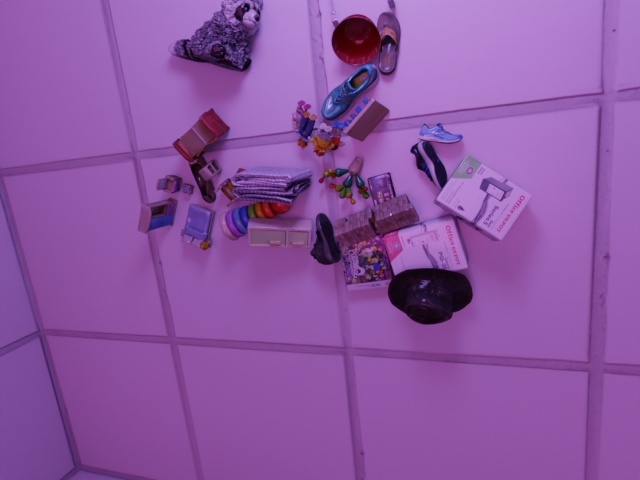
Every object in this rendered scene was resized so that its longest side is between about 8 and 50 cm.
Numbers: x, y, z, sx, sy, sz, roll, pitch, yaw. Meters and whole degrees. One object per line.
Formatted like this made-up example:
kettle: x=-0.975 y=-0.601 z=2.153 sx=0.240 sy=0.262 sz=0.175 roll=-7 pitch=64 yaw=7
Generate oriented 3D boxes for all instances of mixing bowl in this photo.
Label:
mixing bowl: x=0.134 y=-0.758 z=1.517 sx=0.181 sy=0.098 sz=0.181 roll=5 pitch=145 yaw=3

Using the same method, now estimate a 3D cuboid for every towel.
towel: x=-0.197 y=-0.235 z=1.714 sx=0.284 sy=0.235 sz=0.121 roll=5 pitch=109 yaw=19

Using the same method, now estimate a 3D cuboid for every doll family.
doll family: x=-0.033 y=-0.427 z=1.652 sx=0.263 sy=0.118 sz=0.163 roll=34 pitch=149 yaw=9

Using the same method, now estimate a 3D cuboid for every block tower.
block tower: x=0.224 y=-0.080 z=1.668 sx=0.335 sy=0.097 sz=0.091 roll=-19 pitch=136 yaw=23

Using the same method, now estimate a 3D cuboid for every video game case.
video game case: x=0.195 y=0.097 z=1.768 sx=0.210 sy=0.042 sz=0.232 roll=-9 pitch=101 yaw=21

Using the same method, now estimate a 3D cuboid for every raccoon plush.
raccoon plush: x=-0.435 y=-0.880 z=1.654 sx=0.446 sy=0.216 sz=0.299 roll=18 pitch=101 yaw=14

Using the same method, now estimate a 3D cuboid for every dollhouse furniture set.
dollhouse furniture set: x=-0.647 y=-0.116 z=1.919 sx=0.303 sy=0.198 sz=0.286 roll=23 pitch=110 yaw=12
dollhouse furniture set: x=-0.446 y=-0.367 z=1.835 sx=0.201 sy=0.152 sz=0.374 roll=-33 pitch=109 yaw=23

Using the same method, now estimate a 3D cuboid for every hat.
hat: x=0.429 y=0.246 z=1.605 sx=0.331 sy=0.134 sz=0.331 roll=5 pitch=131 yaw=5

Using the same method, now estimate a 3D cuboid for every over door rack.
over door rack: x=0.121 y=-0.975 z=1.471 sx=0.240 sy=0.108 sz=0.324 roll=-9 pitch=98 yaw=22

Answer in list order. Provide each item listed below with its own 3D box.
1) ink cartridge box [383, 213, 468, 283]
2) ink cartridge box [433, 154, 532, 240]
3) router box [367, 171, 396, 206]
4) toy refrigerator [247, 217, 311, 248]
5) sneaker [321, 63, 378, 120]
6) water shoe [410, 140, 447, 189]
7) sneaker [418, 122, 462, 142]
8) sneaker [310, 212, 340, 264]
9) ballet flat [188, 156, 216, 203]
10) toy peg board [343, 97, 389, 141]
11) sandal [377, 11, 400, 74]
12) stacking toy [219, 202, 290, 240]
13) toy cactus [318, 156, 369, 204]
ink cartridge box: x=0.420 y=0.033 z=1.633 sx=0.283 sy=0.117 sz=0.207 roll=-17 pitch=98 yaw=22
ink cartridge box: x=0.588 y=-0.151 z=1.502 sx=0.273 sy=0.115 sz=0.198 roll=34 pitch=94 yaw=8
router box: x=0.251 y=-0.207 z=1.671 sx=0.092 sy=0.038 sz=0.122 roll=-13 pitch=99 yaw=22
toy refrigerator: x=-0.175 y=-0.029 z=1.775 sx=0.270 sy=0.094 sz=0.102 roll=2 pitch=122 yaw=-4
sneaker: x=0.101 y=-0.579 z=1.587 sx=0.275 sy=0.110 sz=0.107 roll=-40 pitch=89 yaw=24
water shoe: x=0.420 y=-0.288 z=1.586 sx=0.080 sy=0.073 sz=0.203 roll=-5 pitch=117 yaw=58
sneaker: x=0.451 y=-0.403 z=1.538 sx=0.162 sy=0.063 sz=0.073 roll=13 pitch=104 yaw=15
sneaker: x=0.000 y=0.000 z=1.784 sx=0.130 sy=0.087 sz=0.227 roll=-21 pitch=82 yaw=42
ballet flat: x=-0.559 y=-0.292 z=1.918 sx=0.084 sy=0.058 sz=0.249 roll=-14 pitch=99 yaw=21
toy peg board: x=0.159 y=-0.478 z=1.575 sx=0.161 sy=0.161 sz=0.079 roll=-46 pitch=71 yaw=23
sandal: x=0.246 y=-0.733 z=1.521 sx=0.090 sy=0.060 sz=0.219 roll=7 pitch=101 yaw=17
stacking toy: x=-0.284 y=-0.122 z=1.839 sx=0.330 sy=0.141 sz=0.141 roll=-24 pitch=95 yaw=17
toy cactus: x=0.114 y=-0.257 z=1.682 sx=0.219 sy=0.112 sz=0.180 roll=30 pitch=102 yaw=19
